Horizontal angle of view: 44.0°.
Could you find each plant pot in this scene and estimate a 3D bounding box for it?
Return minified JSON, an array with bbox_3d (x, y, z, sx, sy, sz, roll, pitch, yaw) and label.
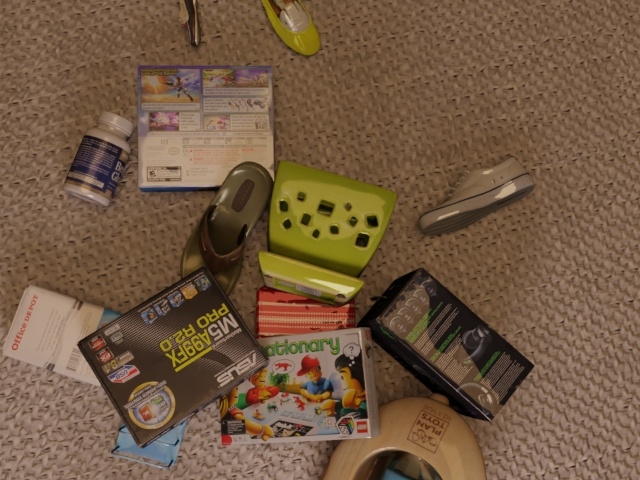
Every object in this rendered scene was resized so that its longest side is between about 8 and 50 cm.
[{"bbox_3d":[0.000,0.000,1.475,0.227,0.228,0.207,16,78,0],"label":"plant pot"}]

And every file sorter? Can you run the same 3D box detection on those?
[{"bbox_3d":[-0.307,0.325,1.473,0.118,0.104,0.171,16,81,-4],"label":"file sorter"}]

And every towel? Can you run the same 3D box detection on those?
[{"bbox_3d":[-0.029,0.226,1.550,0.198,0.031,0.275,1,83,-5],"label":"towel"}]

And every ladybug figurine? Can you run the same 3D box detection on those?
[{"bbox_3d":[0.146,0.494,1.442,0.305,0.162,0.450,24,86,21],"label":"ladybug figurine"}]

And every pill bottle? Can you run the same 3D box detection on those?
[{"bbox_3d":[-0.424,-0.159,1.530,0.094,0.094,0.170,20,81,-3],"label":"pill bottle"}]

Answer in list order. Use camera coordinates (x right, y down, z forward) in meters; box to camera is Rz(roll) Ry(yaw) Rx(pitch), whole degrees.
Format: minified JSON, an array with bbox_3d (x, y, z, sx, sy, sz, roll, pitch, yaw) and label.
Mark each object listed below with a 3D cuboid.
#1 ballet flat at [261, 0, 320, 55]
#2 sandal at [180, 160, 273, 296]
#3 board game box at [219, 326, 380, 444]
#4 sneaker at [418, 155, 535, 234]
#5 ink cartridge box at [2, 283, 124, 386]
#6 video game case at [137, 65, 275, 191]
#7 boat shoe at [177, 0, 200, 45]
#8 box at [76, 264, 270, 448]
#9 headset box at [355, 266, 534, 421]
[{"bbox_3d":[-0.077,-0.483,1.615,0.077,0.077,0.231,-32,87,-9],"label":"ballet flat"},{"bbox_3d":[-0.188,-0.011,1.512,0.120,0.086,0.303,23,103,-3],"label":"sandal"},{"bbox_3d":[-0.047,0.271,1.456,0.305,0.053,0.193,-10,79,23],"label":"board game box"},{"bbox_3d":[0.304,-0.092,1.605,0.258,0.094,0.091,-23,67,-12],"label":"sneaker"},{"bbox_3d":[-0.474,0.178,1.487,0.190,0.082,0.140,19,81,-1],"label":"ink cartridge box"},{"bbox_3d":[-0.226,-0.222,1.574,0.269,0.061,0.245,-1,84,-6],"label":"video game case"},{"bbox_3d":[-0.269,-0.458,1.608,0.043,0.049,0.137,-7,81,-3],"label":"boat shoe"},{"bbox_3d":[-0.260,0.204,1.415,0.270,0.060,0.216,-31,77,-15],"label":"box"},{"bbox_3d":[0.213,0.185,1.469,0.283,0.246,0.131,42,80,0],"label":"headset box"}]
